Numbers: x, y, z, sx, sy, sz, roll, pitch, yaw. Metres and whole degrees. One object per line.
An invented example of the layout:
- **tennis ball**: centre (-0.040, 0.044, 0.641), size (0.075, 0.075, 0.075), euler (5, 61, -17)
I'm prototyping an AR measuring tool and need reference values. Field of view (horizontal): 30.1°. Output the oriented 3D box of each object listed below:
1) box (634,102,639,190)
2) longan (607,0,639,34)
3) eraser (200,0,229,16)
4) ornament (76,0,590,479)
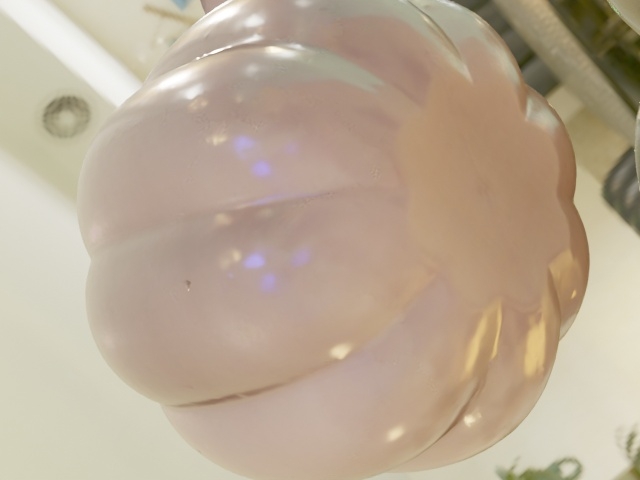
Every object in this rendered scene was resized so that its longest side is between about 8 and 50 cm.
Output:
- **box**: centre (0.240, -0.042, 0.522), size (0.151, 0.151, 0.135), euler (46, 144, -12)
- **longan**: centre (0.379, -0.298, 1.036), size (0.297, 0.297, 0.297), euler (47, -173, -8)
- **eraser**: centre (-0.017, -0.356, 1.303), size (0.359, 0.122, 0.272), euler (-34, 75, 56)
- **ornament**: centre (0.000, -0.001, 0.423), size (0.177, 0.177, 0.177), euler (47, -173, -8)
